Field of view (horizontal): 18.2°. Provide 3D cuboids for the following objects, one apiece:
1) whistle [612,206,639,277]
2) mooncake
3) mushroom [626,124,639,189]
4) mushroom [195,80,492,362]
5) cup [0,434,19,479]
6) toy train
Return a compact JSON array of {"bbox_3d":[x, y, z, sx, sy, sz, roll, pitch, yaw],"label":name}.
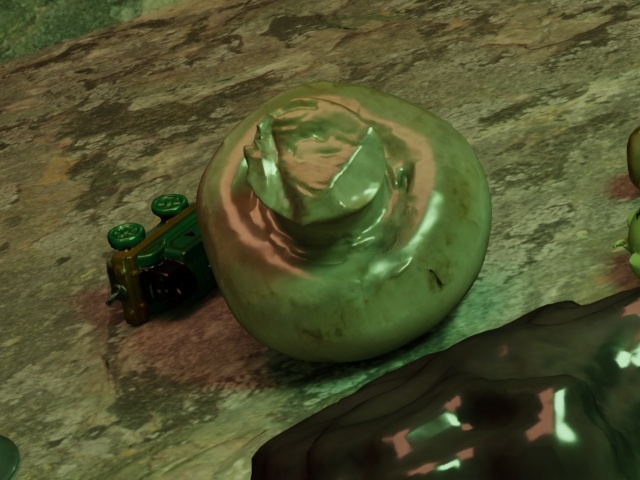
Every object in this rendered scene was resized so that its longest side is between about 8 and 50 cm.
[{"bbox_3d":[0.387,-0.016,1.878,0.227,0.085,0.105,-12,31,15],"label":"whistle"},{"bbox_3d":[0.133,0.169,1.387,0.351,0.212,0.381,-23,2,27],"label":"mooncake"},{"bbox_3d":[0.422,-0.112,2.089,0.213,0.088,0.097,-21,10,12],"label":"mushroom"},{"bbox_3d":[0.016,-0.043,1.931,0.298,0.290,0.297,-5,59,8],"label":"mushroom"},{"bbox_3d":[-0.413,0.184,1.957,0.199,0.150,0.199,-16,21,6],"label":"cup"},{"bbox_3d":[-0.151,0.016,2.251,0.136,0.091,0.228,9,32,32],"label":"toy train"}]
